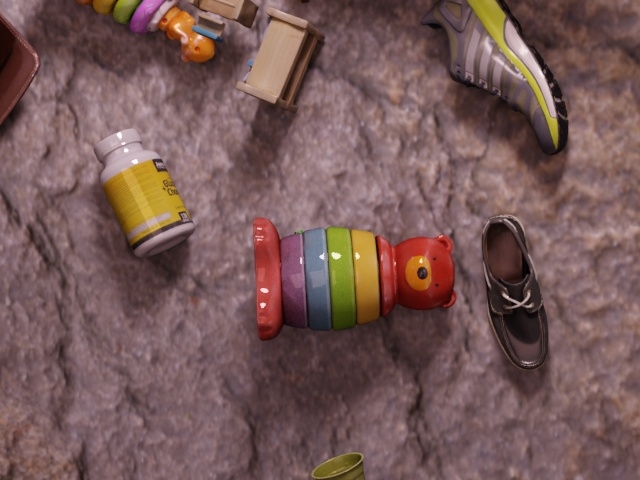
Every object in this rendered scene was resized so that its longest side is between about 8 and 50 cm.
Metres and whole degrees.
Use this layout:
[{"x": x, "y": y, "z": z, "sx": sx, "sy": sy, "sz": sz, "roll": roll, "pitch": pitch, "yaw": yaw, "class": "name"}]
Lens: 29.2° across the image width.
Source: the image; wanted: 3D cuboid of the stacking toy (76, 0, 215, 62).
[{"x": -0.277, "y": -0.381, "z": 1.878, "sx": 0.302, "sy": 0.166, "sz": 0.175, "roll": 40, "pitch": 106, "yaw": -2, "class": "stacking toy"}]

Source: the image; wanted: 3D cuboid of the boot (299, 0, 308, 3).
[{"x": -0.030, "y": -0.439, "z": 1.834, "sx": 0.084, "sy": 0.059, "sz": 0.158, "roll": 44, "pitch": 138, "yaw": 18, "class": "boot"}]

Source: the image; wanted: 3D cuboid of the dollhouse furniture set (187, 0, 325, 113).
[{"x": -0.109, "y": -0.289, "z": 1.843, "sx": 0.184, "sy": 0.129, "sz": 0.129, "roll": 23, "pitch": 93, "yaw": 13, "class": "dollhouse furniture set"}]

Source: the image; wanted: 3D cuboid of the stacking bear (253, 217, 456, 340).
[{"x": 0.053, "y": 0.053, "z": 1.792, "sx": 0.289, "sy": 0.164, "sz": 0.175, "roll": -3, "pitch": 83, "yaw": 0, "class": "stacking bear"}]

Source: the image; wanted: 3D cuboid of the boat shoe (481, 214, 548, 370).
[{"x": 0.279, "y": 0.077, "z": 1.787, "sx": 0.084, "sy": 0.079, "sz": 0.233, "roll": -11, "pitch": 88, "yaw": 9, "class": "boat shoe"}]

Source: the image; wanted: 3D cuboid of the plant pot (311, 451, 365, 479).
[{"x": 0.038, "y": 0.370, "z": 1.833, "sx": 0.083, "sy": 0.083, "sz": 0.079, "roll": -18, "pitch": 98, "yaw": 10, "class": "plant pot"}]

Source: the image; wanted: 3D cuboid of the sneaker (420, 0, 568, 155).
[{"x": 0.259, "y": -0.247, "z": 1.793, "sx": 0.121, "sy": 0.111, "sz": 0.300, "roll": -33, "pitch": 77, "yaw": 19, "class": "sneaker"}]

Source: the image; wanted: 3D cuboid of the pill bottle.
[{"x": -0.275, "y": -0.074, "z": 1.882, "sx": 0.103, "sy": 0.103, "sz": 0.184, "roll": -28, "pitch": 84, "yaw": 9, "class": "pill bottle"}]

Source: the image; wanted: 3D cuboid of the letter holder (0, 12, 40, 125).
[{"x": -0.610, "y": -0.234, "z": 1.898, "sx": 0.214, "sy": 0.152, "sz": 0.302, "roll": 47, "pitch": 110, "yaw": 5, "class": "letter holder"}]

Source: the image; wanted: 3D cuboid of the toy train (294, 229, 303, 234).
[{"x": 0.000, "y": 0.000, "z": 1.872, "sx": 0.083, "sy": 0.017, "sz": 0.023, "roll": 7, "pitch": 101, "yaw": 11, "class": "toy train"}]
